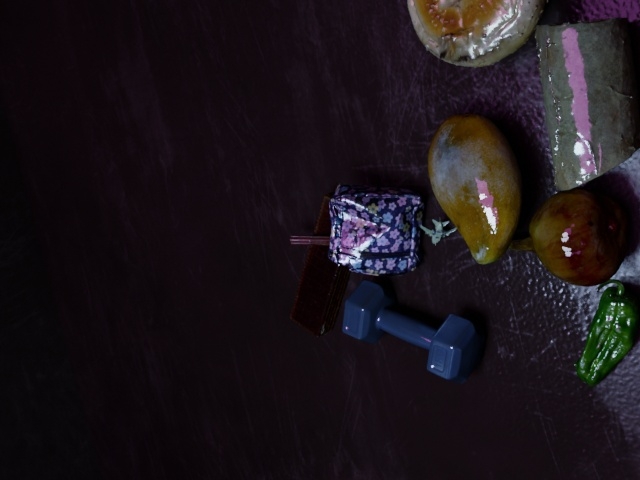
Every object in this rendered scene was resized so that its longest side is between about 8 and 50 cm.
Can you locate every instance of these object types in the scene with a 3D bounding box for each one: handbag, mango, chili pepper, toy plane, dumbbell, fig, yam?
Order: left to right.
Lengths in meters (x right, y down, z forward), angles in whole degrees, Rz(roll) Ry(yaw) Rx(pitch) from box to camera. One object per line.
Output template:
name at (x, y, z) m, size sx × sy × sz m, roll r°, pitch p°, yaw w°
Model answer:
handbag at (0.130, -0.020, 1.621) m, size 0.228 × 0.127 × 0.208 m, roll 2°, pitch 109°, yaw -5°
dumbbell at (0.209, 0.207, 1.632) m, size 0.324 × 0.160 × 0.144 m, roll 19°, pitch 82°, yaw 35°
toy plane at (0.264, -0.017, 1.588) m, size 0.080 × 0.033 × 0.083 m, roll 3°, pitch 138°, yaw -1°
mango at (0.314, -0.110, 1.429) m, size 0.192 × 0.146 × 0.316 m, roll -33°, pitch 62°, yaw 52°
fig at (0.467, -0.024, 1.374) m, size 0.290 × 0.190 × 0.191 m, roll -135°, pitch 43°, yaw -70°
yam at (0.483, -0.252, 1.269) m, size 0.168 × 0.168 × 0.304 m, roll -5°, pitch 99°, yaw 40°
chili pepper at (0.559, 0.186, 1.378) m, size 0.100 × 0.074 × 0.257 m, roll 17°, pitch 119°, yaw 17°

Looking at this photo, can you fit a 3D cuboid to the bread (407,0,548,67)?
bread at (0.303, -0.485, 1.353) m, size 0.305 × 0.158 × 0.306 m, roll 10°, pitch 105°, yaw 43°

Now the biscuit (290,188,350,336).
biscuit at (0.020, 0.061, 1.796) m, size 0.107 × 0.073 × 0.388 m, roll 31°, pitch 119°, yaw 28°

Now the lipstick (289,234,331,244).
lipstick at (0.000, 0.000, 1.733) m, size 0.176 × 0.027 × 0.027 m, roll 1°, pitch 102°, yaw 38°
